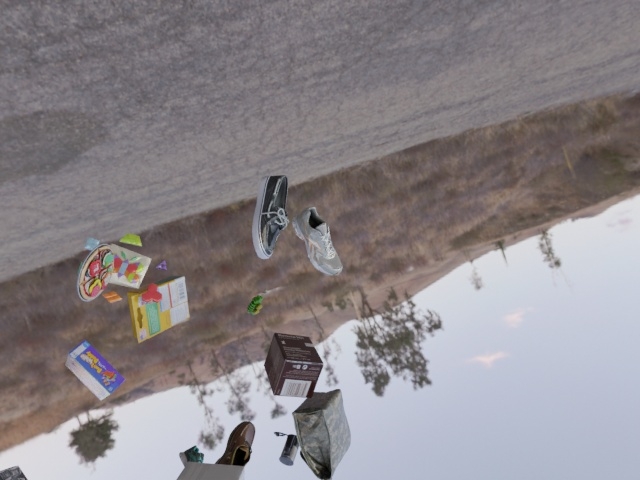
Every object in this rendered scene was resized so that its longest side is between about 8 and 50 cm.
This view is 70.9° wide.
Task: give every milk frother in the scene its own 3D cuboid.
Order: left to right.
[{"bbox_3d":[-0.194,1.102,2.400,0.143,0.129,0.135,-5,-148,23],"label":"milk frother"}]

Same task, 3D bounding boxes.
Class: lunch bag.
[{"bbox_3d":[0.016,0.785,1.822,0.168,0.287,0.235,-14,178,20],"label":"lunch bag"}]

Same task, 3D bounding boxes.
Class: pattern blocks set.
[{"bbox_3d":[-0.789,0.110,1.804,0.324,0.286,0.026,8,163,-21],"label":"pattern blocks set"}]

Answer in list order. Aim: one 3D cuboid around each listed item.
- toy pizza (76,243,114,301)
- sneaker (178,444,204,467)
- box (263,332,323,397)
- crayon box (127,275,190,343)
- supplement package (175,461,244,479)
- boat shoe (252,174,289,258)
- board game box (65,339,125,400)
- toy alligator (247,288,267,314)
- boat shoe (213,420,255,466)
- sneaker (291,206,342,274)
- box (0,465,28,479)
[{"bbox_3d":[-0.748,0.110,1.517,0.032,0.201,0.201,15,-178,3],"label":"toy pizza"},{"bbox_3d":[-0.443,0.788,1.592,0.076,0.065,0.166,-31,-148,-22],"label":"sneaker"},{"bbox_3d":[-0.113,0.504,1.819,0.168,0.167,0.203,12,-164,-23],"label":"box"},{"bbox_3d":[-0.713,0.289,1.949,0.083,0.203,0.323,-1,-171,22],"label":"crayon box"},{"bbox_3d":[-0.321,0.730,1.316,0.179,0.105,0.105,3,-177,5],"label":"supplement package"},{"bbox_3d":[-0.162,-0.086,1.583,0.104,0.306,0.113,-3,157,24],"label":"boat shoe"},{"bbox_3d":[-0.977,0.567,1.936,0.078,0.233,0.347,-46,-174,-37],"label":"board game box"},{"bbox_3d":[-0.300,0.286,2.071,0.051,0.056,0.190,-7,141,-39],"label":"toy alligator"},{"bbox_3d":[-0.311,0.825,1.739,0.104,0.111,0.307,-25,-164,26],"label":"boat shoe"},{"bbox_3d":[0.000,0.000,1.580,0.099,0.262,0.121,-31,173,-37],"label":"sneaker"},{"bbox_3d":[-1.108,1.026,1.638,0.307,0.243,0.076,23,-172,33],"label":"box"}]
